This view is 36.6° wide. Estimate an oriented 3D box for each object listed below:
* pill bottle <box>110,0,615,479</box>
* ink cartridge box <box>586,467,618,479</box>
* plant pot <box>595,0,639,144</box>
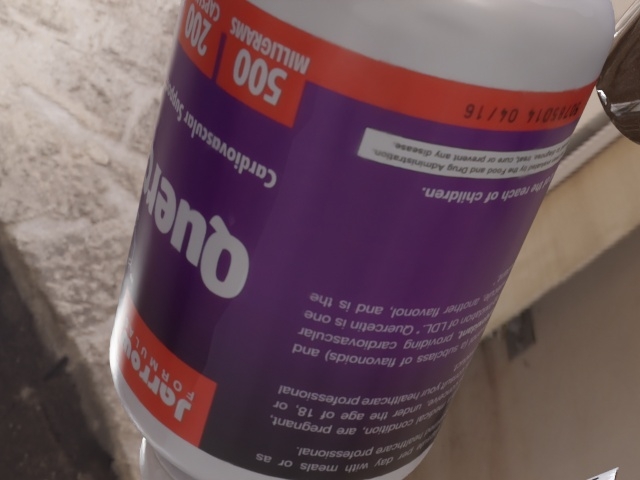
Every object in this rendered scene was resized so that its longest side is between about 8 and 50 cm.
[{"bbox_3d":[0.000,0.000,0.474,0.181,0.181,0.323,12,-60,-11],"label":"pill bottle"},{"bbox_3d":[0.211,0.228,0.768,0.063,0.115,0.029,-32,-89,27],"label":"ink cartridge box"},{"bbox_3d":[0.333,-0.158,0.745,0.215,0.215,0.230,26,-25,-24],"label":"plant pot"}]
